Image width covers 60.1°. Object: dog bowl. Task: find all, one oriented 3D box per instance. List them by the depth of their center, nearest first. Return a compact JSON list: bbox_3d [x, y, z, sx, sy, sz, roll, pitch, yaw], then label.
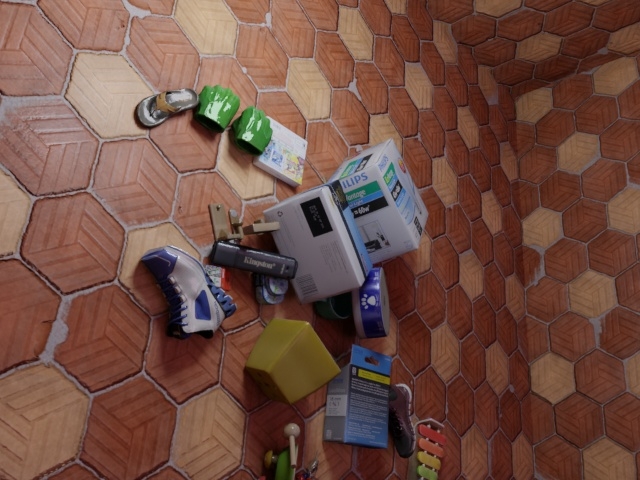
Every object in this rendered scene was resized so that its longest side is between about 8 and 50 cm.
[{"bbox_3d":[0.190,0.232,2.064,0.265,0.104,0.264,-6,90,-77],"label":"dog bowl"}]

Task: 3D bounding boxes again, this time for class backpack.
[{"bbox_3d":[-0.161,0.152,1.810,0.105,0.084,0.114,7,76,-44],"label":"backpack"}]

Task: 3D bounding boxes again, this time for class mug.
[{"bbox_3d":[0.036,0.213,1.993,0.157,0.098,0.129,49,49,-25],"label":"mug"}]

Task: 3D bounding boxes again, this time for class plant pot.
[{"bbox_3d":[-0.105,0.389,1.729,0.187,0.212,0.212,-43,112,-31],"label":"plant pot"}]

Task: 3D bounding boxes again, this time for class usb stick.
[{"bbox_3d":[-0.207,0.063,1.736,0.278,0.045,0.077,14,84,-19],"label":"usb stick"}]

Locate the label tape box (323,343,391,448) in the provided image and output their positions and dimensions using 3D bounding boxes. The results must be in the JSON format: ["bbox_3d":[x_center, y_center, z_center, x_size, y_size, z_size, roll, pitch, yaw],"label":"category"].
[{"bbox_3d":[0.140,0.567,2.000,0.241,0.106,0.333,27,59,-40],"label":"label tape box"}]

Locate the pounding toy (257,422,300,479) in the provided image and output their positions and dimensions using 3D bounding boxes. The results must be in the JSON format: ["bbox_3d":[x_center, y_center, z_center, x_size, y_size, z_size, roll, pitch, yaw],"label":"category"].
[{"bbox_3d":[-0.130,0.683,1.666,0.183,0.110,0.236,-84,-178,-63],"label":"pounding toy"}]

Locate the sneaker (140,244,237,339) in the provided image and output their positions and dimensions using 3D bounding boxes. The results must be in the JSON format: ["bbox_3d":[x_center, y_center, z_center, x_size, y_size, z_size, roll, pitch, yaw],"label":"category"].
[{"bbox_3d":[-0.379,0.170,1.538,0.315,0.128,0.182,49,46,-28],"label":"sneaker"}]

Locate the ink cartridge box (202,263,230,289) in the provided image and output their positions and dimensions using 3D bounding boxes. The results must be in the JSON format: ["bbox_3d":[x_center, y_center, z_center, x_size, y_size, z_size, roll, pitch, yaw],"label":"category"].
[{"bbox_3d":[-0.316,0.114,1.693,0.115,0.029,0.062,17,67,-43],"label":"ink cartridge box"}]

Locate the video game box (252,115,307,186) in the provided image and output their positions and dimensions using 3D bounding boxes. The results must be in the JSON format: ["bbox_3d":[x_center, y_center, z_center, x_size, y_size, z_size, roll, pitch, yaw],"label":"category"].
[{"bbox_3d":[-0.142,-0.317,1.990,0.205,0.048,0.186,27,59,-39],"label":"video game box"}]

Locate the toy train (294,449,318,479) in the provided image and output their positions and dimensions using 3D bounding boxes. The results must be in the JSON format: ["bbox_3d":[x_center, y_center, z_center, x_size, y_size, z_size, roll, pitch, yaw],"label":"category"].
[{"bbox_3d":[-0.007,0.783,1.753,0.105,0.144,0.247,48,49,-27],"label":"toy train"}]

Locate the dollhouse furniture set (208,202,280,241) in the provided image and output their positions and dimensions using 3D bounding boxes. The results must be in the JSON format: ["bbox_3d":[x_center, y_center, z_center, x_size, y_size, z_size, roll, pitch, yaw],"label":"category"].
[{"bbox_3d":[-0.239,-0.074,1.740,0.144,0.151,0.123,-8,85,-50],"label":"dollhouse furniture set"}]

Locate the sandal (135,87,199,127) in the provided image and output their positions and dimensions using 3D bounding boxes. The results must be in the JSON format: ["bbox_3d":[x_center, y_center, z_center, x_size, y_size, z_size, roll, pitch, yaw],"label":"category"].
[{"bbox_3d":[-0.453,-0.407,1.655,0.219,0.060,0.089,-29,96,-34],"label":"sandal"}]

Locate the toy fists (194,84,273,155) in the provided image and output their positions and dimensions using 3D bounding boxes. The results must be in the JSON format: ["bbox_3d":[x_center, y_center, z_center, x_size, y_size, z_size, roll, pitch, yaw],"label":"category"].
[{"bbox_3d":[-0.281,-0.399,1.820,0.279,0.096,0.142,30,68,-26],"label":"toy fists"}]

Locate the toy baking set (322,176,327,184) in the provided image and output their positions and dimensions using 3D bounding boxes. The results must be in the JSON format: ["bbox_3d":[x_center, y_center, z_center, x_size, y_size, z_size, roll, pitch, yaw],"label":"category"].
[{"bbox_3d":[0.067,-0.119,2.107,0.256,0.030,0.196,46,31,-43],"label":"toy baking set"}]

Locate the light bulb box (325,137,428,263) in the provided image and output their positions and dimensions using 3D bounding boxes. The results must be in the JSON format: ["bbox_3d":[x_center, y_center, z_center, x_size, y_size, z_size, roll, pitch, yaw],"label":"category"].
[{"bbox_3d":[0.230,-0.156,2.151,0.360,0.226,0.358,61,27,-16],"label":"light bulb box"}]

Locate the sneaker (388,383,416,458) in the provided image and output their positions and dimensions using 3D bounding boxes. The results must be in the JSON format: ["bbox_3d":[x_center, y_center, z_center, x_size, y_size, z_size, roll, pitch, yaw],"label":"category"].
[{"bbox_3d":[0.274,0.686,2.128,0.163,0.106,0.281,22,53,-36],"label":"sneaker"}]

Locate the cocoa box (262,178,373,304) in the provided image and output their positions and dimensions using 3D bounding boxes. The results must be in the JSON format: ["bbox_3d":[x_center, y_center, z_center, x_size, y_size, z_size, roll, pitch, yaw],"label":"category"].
[{"bbox_3d":[0.000,0.000,1.875,0.346,0.232,0.228,68,20,-8],"label":"cocoa box"}]

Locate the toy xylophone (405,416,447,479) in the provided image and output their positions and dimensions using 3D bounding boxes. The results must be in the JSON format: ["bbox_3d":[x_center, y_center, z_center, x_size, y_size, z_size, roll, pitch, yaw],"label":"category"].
[{"bbox_3d":[0.442,0.894,2.252,0.236,0.081,0.322,29,60,-40],"label":"toy xylophone"}]
